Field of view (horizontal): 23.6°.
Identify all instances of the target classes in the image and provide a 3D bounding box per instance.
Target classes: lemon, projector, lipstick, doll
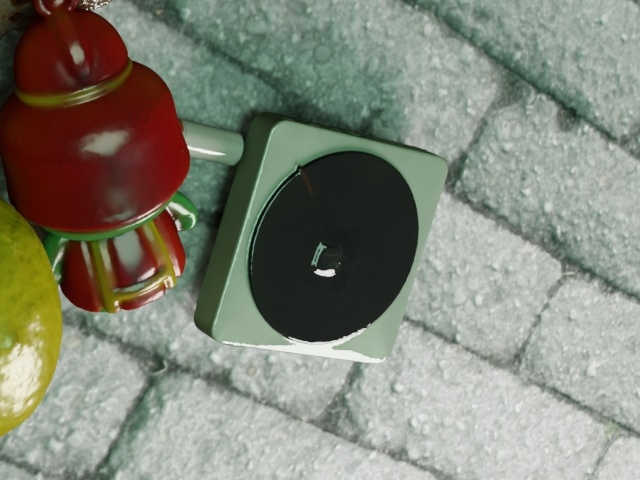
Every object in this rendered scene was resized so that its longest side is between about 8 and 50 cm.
[{"bbox_3d":[-0.358,0.076,1.439,0.233,0.233,0.288,-17,125,-28],"label":"lemon"},{"bbox_3d":[0.000,0.000,1.744,0.257,0.079,0.259,11,101,-37],"label":"projector"},{"bbox_3d":[-0.145,-0.109,1.630,0.131,0.038,0.038,12,101,-37],"label":"lipstick"},{"bbox_3d":[-0.221,-0.088,1.492,0.183,0.160,0.363,-20,124,-14],"label":"doll"}]

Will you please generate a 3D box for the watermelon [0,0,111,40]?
[{"bbox_3d":[-0.265,-0.275,1.469,0.241,0.094,0.154,-36,134,-17],"label":"watermelon"}]
